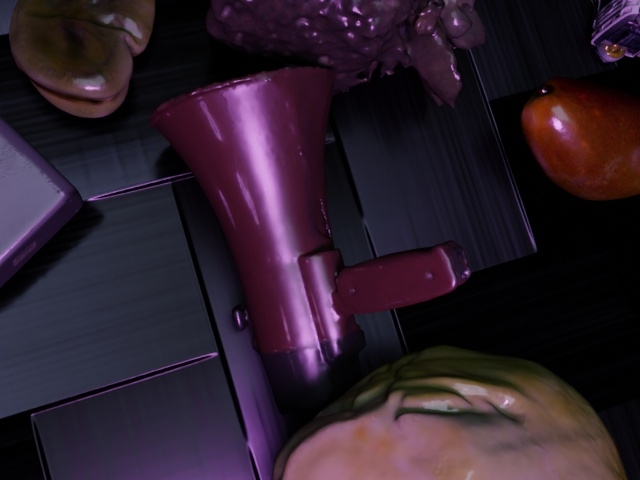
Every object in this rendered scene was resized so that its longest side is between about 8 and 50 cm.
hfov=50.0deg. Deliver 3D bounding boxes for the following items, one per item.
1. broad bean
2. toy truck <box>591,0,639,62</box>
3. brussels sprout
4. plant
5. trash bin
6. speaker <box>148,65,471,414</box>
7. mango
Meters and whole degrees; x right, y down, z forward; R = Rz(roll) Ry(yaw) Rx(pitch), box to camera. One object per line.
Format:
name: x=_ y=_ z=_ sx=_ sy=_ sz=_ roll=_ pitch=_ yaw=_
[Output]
broad bean: x=-0.258 y=-0.234 z=0.748 sx=0.153 sy=0.072 sz=0.206 roll=-1 pitch=69 yaw=-14
toy truck: x=0.468 y=-0.281 z=0.886 sx=0.227 sy=0.098 sz=0.114 roll=10 pitch=75 yaw=-12
brussels sprout: x=0.127 y=0.250 z=0.617 sx=0.344 sy=0.268 sz=0.344 roll=-16 pitch=121 yaw=-30
plant: x=0.045 y=-0.271 z=0.735 sx=0.312 sy=0.213 sz=0.215 roll=17 pitch=76 yaw=-7
trash bin: x=-0.378 y=-0.068 z=0.675 sx=0.236 sy=0.101 sz=0.176 roll=42 pitch=74 yaw=-5
speaker: x=0.003 y=-0.012 z=0.686 sx=0.259 sy=0.198 sz=0.329 roll=-21 pitch=89 yaw=16
mango: x=0.341 y=-0.112 z=0.818 sx=0.268 sy=0.111 sz=0.133 roll=9 pitch=76 yaw=-26
